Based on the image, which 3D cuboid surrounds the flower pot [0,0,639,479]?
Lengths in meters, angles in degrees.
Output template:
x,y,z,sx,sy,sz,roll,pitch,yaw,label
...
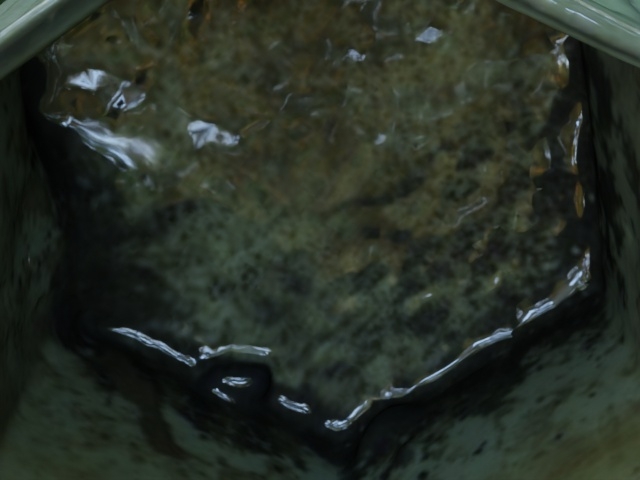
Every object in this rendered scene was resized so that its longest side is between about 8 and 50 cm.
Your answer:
x,y,z,sx,sy,sz,roll,pitch,yaw,label
0.000,0.000,0.448,0.209,0.239,0.189,-5,19,2,flower pot
